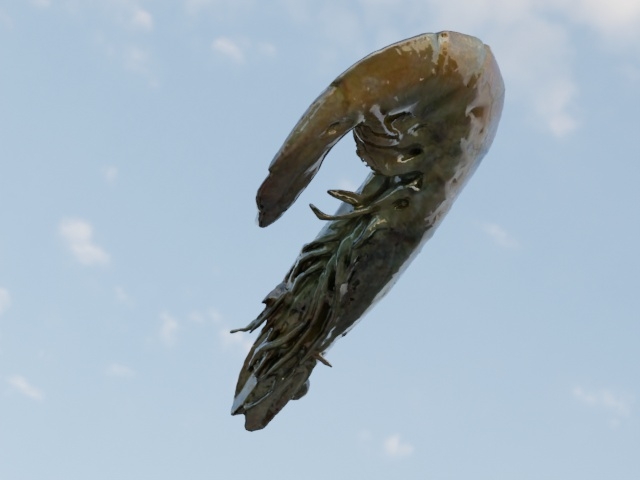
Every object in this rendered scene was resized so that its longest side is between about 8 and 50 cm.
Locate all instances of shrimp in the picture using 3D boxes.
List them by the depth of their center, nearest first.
[{"bbox_3d":[0.000,0.000,0.856,0.169,0.058,0.296,10,-60,-50],"label":"shrimp"}]
